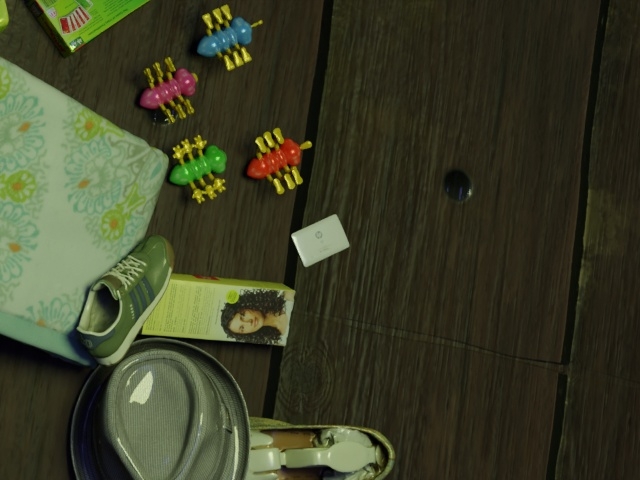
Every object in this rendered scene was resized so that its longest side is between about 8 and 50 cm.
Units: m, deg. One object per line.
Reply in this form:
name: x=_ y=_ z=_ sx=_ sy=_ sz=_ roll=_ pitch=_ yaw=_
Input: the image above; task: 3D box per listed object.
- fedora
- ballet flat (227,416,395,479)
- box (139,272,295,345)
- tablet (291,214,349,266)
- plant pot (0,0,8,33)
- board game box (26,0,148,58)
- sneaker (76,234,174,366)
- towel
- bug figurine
fedora: x=-0.213 y=0.255 z=1.914 sx=0.244 sy=0.124 sz=0.275 roll=2 pitch=73 yaw=-3
ballet flat: x=-0.051 y=0.308 z=2.032 sx=0.349 sy=0.123 sz=0.123 roll=2 pitch=83 yaw=-25
box: x=-0.156 y=0.094 z=2.029 sx=0.232 sy=0.058 sz=0.087 roll=5 pitch=99 yaw=-24
tablet: x=0.000 y=0.000 z=2.155 sx=0.083 sy=0.006 sz=0.054 roll=-25 pitch=94 yaw=-26
plant pot: x=-0.546 y=-0.314 z=1.811 sx=0.227 sy=0.207 sz=0.228 roll=-16 pitch=81 yaw=-27
board game box: x=-0.311 y=-0.345 z=2.029 sx=0.181 sy=0.043 sz=0.092 roll=-39 pitch=101 yaw=-24
sneaker: x=-0.258 y=0.066 z=1.896 sx=0.192 sy=0.064 sz=0.086 roll=-64 pitch=151 yaw=-18
towel: x=-0.373 y=-0.034 z=1.861 sx=0.374 sy=0.090 sz=0.320 roll=32 pitch=75 yaw=-47
bug figurine: x=-0.142 y=-0.185 z=2.074 sx=0.216 sy=0.072 sz=0.279 roll=-24 pitch=99 yaw=-20
